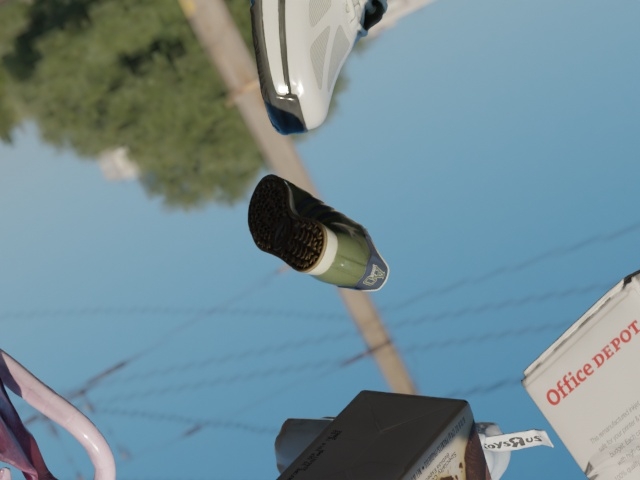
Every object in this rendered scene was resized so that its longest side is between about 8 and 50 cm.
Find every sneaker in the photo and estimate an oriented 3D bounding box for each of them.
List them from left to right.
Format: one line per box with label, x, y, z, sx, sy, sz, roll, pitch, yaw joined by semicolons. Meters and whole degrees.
sneaker;0.000;0.000;1.571;0.064;0.086;0.192;-64;-155;8
sneaker;0.072;-0.317;1.831;0.257;0.447;0.169;4;159;8

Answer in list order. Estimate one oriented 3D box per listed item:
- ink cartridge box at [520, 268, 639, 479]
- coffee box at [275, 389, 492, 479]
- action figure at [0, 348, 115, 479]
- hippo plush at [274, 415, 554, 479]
ink cartridge box;0.274;0.141;1.313;0.092;0.218;0.158;-23;161;-41
coffee box;0.076;0.297;1.469;0.119;0.297;0.168;3;-148;37
action figure;-0.287;0.028;1.157;0.276;0.370;0.248;-6;155;-49
hippo plush;0.097;0.295;1.710;0.294;0.236;0.234;-1;175;40
